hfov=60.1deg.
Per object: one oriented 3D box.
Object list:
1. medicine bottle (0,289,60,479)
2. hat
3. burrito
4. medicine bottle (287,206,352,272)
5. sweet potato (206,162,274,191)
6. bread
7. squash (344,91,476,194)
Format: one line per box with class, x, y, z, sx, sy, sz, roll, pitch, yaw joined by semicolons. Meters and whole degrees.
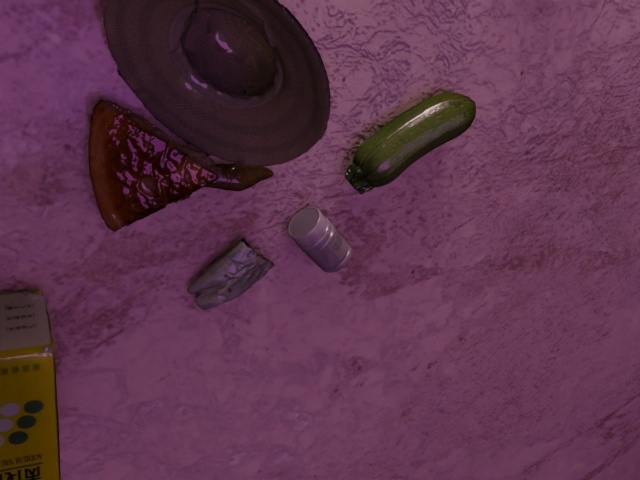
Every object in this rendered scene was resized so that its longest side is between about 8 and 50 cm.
medicine bottle;-0.385;0.195;0.649;0.137;0.141;0.250;-6;119;-30
hat;-0.091;-0.205;0.594;0.252;0.252;0.110;53;46;-39
burrito;-0.126;0.053;0.777;0.118;0.044;0.074;-43;133;-6
medicine bottle;0.000;0.000;0.806;0.058;0.058;0.091;-44;129;-1
sweet potato;-0.130;-0.079;0.701;0.153;0.038;0.041;-11;132;-22
bread;-0.211;-0.069;0.644;0.154;0.054;0.136;29;103;-20
squash;0.128;-0.144;0.790;0.219;0.068;0.077;-36;133;-6
